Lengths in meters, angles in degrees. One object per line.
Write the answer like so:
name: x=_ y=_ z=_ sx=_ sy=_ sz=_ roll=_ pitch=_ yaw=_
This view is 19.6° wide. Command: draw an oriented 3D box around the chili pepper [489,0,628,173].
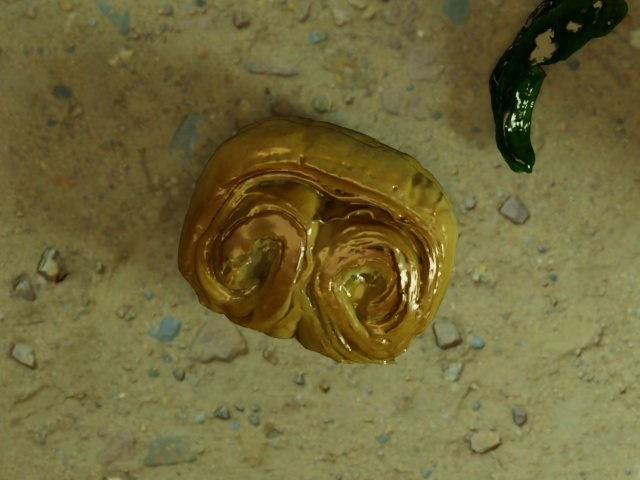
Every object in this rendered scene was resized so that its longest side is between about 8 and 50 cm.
chili pepper: x=0.194 y=-0.150 z=1.609 sx=0.073 sy=0.050 sz=0.182 roll=29 pitch=104 yaw=-9

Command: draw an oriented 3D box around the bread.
bread: x=0.001 y=-0.003 z=1.617 sx=0.236 sy=0.120 sz=0.198 roll=21 pitch=104 yaw=-1
